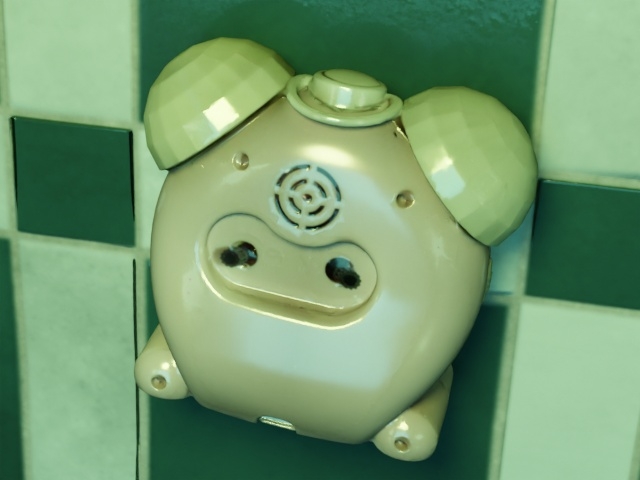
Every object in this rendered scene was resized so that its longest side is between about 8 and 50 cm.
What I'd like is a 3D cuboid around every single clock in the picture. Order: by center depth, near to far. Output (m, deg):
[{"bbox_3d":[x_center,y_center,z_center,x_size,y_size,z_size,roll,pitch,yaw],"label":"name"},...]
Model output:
[{"bbox_3d":[0.000,0.000,1.204,0.342,0.184,0.325,12,112,1],"label":"clock"}]
